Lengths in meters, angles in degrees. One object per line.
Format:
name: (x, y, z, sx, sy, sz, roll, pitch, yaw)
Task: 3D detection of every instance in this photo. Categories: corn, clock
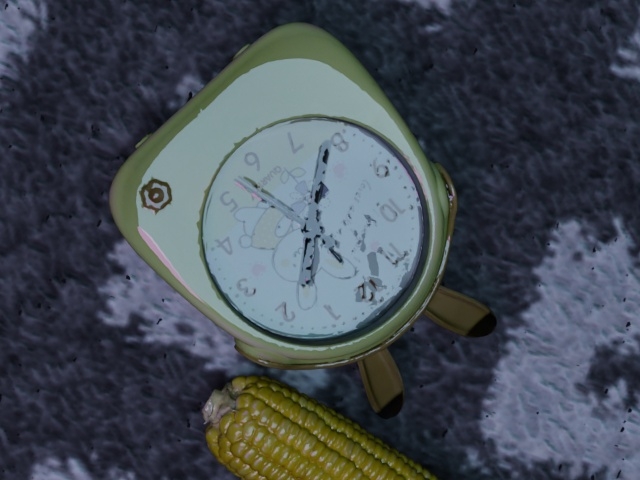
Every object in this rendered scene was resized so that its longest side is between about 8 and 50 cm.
corn: (0.020, 0.146, 0.877, 0.206, 0.067, 0.067, 30, 90, -9)
clock: (0.000, 0.000, 0.865, 0.170, 0.069, 0.232, -42, 98, -2)
